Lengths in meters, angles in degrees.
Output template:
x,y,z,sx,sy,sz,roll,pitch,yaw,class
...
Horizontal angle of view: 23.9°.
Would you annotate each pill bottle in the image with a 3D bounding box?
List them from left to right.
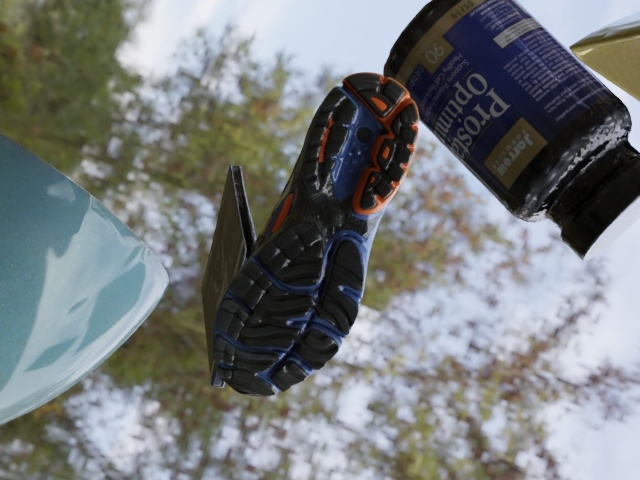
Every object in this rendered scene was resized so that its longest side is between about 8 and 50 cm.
x,y,z,sx,sy,sz,roll,pitch,yaw,class
0.162,-0.094,1.177,0.123,0.219,0.123,-39,164,-13,pill bottle

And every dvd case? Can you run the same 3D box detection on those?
x,y,z,sx,sy,sz,roll,pitch,yaw,class
-0.101,0.034,1.636,0.221,0.018,0.164,-105,-153,-64,dvd case

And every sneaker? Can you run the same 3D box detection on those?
x,y,z,sx,sy,sz,roll,pitch,yaw,class
0.000,0.000,0.969,0.221,0.083,0.087,-62,-177,2,sneaker

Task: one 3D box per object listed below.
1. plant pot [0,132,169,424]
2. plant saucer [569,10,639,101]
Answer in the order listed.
x,y,z,sx,sy,sz,roll,pitch,yaw,class
-0.293,0.039,1.178,0.195,0.290,0.290,-58,-166,-17,plant pot
0.448,-0.141,1.409,0.081,0.333,0.333,-62,-163,-7,plant saucer
